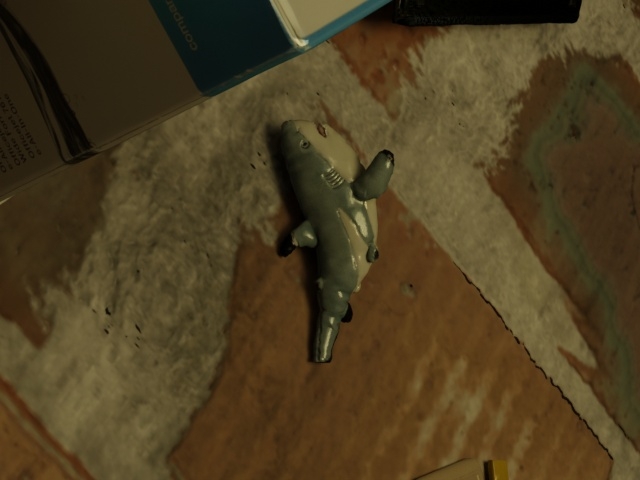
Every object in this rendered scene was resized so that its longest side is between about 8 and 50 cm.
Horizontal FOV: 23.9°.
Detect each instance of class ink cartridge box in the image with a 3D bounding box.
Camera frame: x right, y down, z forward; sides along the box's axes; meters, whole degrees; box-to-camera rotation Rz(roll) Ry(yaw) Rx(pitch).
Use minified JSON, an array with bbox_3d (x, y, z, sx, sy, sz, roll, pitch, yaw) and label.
[{"bbox_3d":[-0.071,-0.147,0.811,0.223,0.307,0.129,-38,103,-42],"label":"ink cartridge box"}]

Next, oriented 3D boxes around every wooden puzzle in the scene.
[{"bbox_3d":[0.099,0.198,1.082,0.116,0.014,0.079,-3,76,-44],"label":"wooden puzzle"}]

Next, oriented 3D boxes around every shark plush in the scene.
[{"bbox_3d":[0.000,0.000,1.036,0.067,0.073,0.161,4,97,-23],"label":"shark plush"}]

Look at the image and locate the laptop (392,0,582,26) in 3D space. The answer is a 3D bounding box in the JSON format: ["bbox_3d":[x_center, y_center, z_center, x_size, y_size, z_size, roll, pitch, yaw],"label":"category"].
[{"bbox_3d":[0.105,-0.309,1.182,0.234,0.136,0.264,-9,111,-45],"label":"laptop"}]
